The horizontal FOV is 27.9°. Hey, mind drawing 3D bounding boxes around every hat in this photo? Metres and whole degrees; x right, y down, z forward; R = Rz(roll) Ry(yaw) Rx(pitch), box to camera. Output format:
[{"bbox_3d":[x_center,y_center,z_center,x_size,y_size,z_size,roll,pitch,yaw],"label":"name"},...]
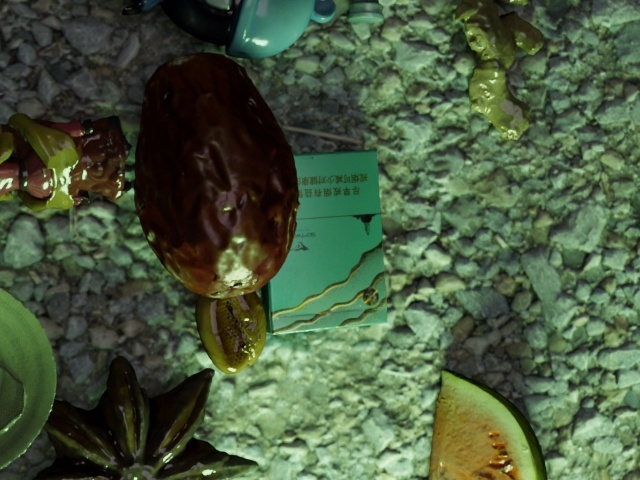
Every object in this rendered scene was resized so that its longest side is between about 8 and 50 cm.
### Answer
[{"bbox_3d":[-0.432,0.146,1.469,0.252,0.110,0.252,-3,102,-14],"label":"hat"}]

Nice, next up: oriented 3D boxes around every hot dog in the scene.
[{"bbox_3d":[-0.116,0.095,1.611,0.090,0.060,0.140,-23,105,-22],"label":"hot dog"}]

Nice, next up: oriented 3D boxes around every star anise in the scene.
[{"bbox_3d":[-0.223,0.285,1.550,0.315,0.108,0.315,0,90,-23],"label":"star anise"}]

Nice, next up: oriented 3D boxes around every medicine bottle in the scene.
[{"bbox_3d":[0.058,-0.380,1.665,0.051,0.051,0.191,0,92,-19],"label":"medicine bottle"}]

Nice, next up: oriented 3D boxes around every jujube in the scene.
[{"bbox_3d":[-0.129,-0.076,1.534,0.197,0.197,0.290,-8,78,-19],"label":"jujube"}]

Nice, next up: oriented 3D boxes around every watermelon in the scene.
[{"bbox_3d":[0.245,0.325,1.733,0.128,0.159,0.303,-2,94,-58],"label":"watermelon"}]

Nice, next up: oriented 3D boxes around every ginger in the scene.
[{"bbox_3d":[0.242,-0.268,1.728,0.149,0.065,0.258,-26,97,-19],"label":"ginger"}]

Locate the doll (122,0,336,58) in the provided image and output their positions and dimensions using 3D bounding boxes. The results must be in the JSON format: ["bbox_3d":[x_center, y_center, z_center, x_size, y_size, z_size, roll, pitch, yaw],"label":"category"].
[{"bbox_3d":[-0.131,-0.317,1.552,0.314,0.141,0.177,13,69,-14],"label":"doll"}]

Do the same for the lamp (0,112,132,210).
[{"bbox_3d":[-0.348,-0.091,1.499,0.253,0.118,0.118,-5,93,-16],"label":"lamp"}]

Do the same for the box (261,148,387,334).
[{"bbox_3d":[0.000,0.001,1.655,0.162,0.041,0.229,-5,92,-19],"label":"box"}]
